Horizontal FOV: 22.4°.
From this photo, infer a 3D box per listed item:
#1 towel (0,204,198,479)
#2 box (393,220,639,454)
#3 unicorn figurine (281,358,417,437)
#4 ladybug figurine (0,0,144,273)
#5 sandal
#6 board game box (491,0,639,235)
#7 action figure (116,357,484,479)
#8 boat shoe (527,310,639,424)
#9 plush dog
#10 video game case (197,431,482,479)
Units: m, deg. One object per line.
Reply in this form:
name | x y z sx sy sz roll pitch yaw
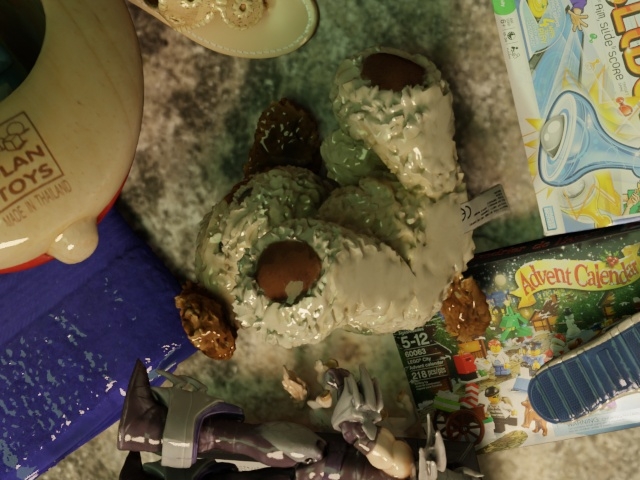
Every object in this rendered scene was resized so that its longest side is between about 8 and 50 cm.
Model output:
towel | -0.268 0.034 1.409 0.227 0.076 0.308 -37 92 -8
box | 0.180 0.081 1.303 0.233 0.044 0.159 -14 102 23
unicorn figurine | 0.040 0.163 1.371 0.162 0.060 0.111 39 151 26
ladybug figurine | -0.306 -0.137 1.291 0.305 0.162 0.449 -31 64 -12
sandal | -0.124 -0.206 1.305 0.240 0.079 0.088 27 114 11
board game box | 0.218 -0.112 1.233 0.136 0.035 0.201 -10 103 23
action figure | -0.011 0.171 1.239 0.285 0.099 0.185 7 124 2
boat shoe | 0.242 0.080 1.216 0.183 0.066 0.066 -22 96 30
plush dog | 0.000 0.000 1.268 0.225 0.262 0.210 3 146 40
video game case | 0.027 0.275 1.380 0.275 0.035 0.248 -1 117 30
